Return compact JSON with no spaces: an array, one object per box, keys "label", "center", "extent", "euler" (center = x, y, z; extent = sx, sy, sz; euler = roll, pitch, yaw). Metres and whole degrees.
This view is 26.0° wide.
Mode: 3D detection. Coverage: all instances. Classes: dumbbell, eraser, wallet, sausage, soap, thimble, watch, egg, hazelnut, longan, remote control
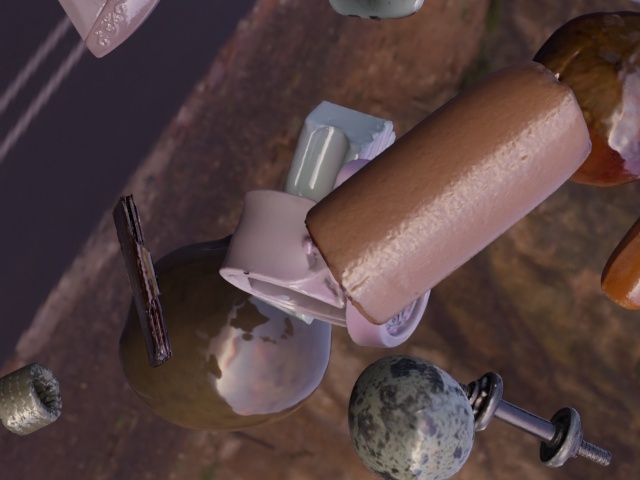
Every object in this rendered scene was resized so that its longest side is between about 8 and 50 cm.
[{"label":"dumbbell","center":[0.251,0.223,1.733],"extent":[0.082,0.254,0.081],"euler":[-60,-169,20]},{"label":"eraser","center":[-0.320,-0.422,2.170],"extent":[0.243,0.204,0.059],"euler":[-25,-167,29]},{"label":"wallet","center":[-0.240,0.056,1.884],"extent":[0.122,0.031,0.232],"euler":[144,-67,-72]},{"label":"sausage","center":[0.115,-0.047,1.196],"extent":[0.253,0.123,0.123],"euler":[-37,-177,10]},{"label":"soap","center":[0.006,-0.047,1.821],"extent":[0.173,0.095,0.289],"euler":[-50,161,-57]},{"label":"thimble","center":[-0.388,0.211,1.851],"extent":[0.062,0.084,0.110],"euler":[-25,180,9]},{"label":"watch","center":[0.000,0.000,1.596],"extent":[0.244,0.231,0.196],"euler":[37,71,-56]},{"label":"sausage","center":[0.491,-0.018,1.911],"extent":[0.274,0.105,0.105],"euler":[-55,-178,20]},{"label":"egg","center":[0.094,0.191,1.488],"extent":[0.132,0.132,0.172],"euler":[-68,-153,20]},{"label":"hazelnut","center":[0.320,-0.147,1.536],"extent":[0.208,0.208,0.208],"euler":[23,90,-88]},{"label":"longan","center":[-0.153,0.148,2.257],"extent":[0.361,0.361,0.361],"euler":[23,90,-88]},{"label":"remote control","center":[0.088,-0.419,2.346],"extent":[0.256,0.045,0.097],"euler":[10,-72,56]}]
